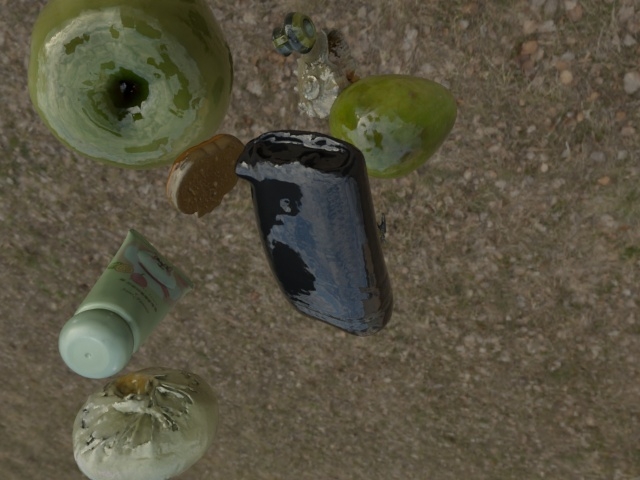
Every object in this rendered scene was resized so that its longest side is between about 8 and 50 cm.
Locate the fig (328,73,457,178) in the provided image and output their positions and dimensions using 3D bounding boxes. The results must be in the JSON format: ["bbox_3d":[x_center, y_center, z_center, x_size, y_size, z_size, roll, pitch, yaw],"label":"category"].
[{"bbox_3d":[0.190,-0.289,1.380,0.326,0.258,0.258,-21,141,-14],"label":"fig"}]

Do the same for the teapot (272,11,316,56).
[{"bbox_3d":[-0.090,-0.634,1.747,0.119,0.166,0.130,-13,110,36],"label":"teapot"}]

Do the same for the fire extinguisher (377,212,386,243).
[{"bbox_3d":[0.068,0.016,1.079,0.050,0.177,0.062,9,132,57],"label":"fire extinguisher"}]

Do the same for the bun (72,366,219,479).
[{"bbox_3d":[-0.342,0.342,1.111,0.287,0.287,0.146,8,116,14],"label":"bun"}]

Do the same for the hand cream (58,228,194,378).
[{"bbox_3d":[-0.281,0.088,0.838,0.093,0.306,0.147,-41,105,16],"label":"hand cream"}]

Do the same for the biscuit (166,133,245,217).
[{"bbox_3d":[-0.211,-0.118,1.021,0.050,0.170,0.170,40,146,20],"label":"biscuit"}]

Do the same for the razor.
[{"bbox_3d":[-0.001,0.002,0.847,0.204,0.113,0.349,14,140,30],"label":"razor"}]

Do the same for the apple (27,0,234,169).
[{"bbox_3d":[-0.419,-0.394,1.287,0.473,0.474,0.474,12,141,10],"label":"apple"}]

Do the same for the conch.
[{"bbox_3d":[0.013,-0.571,1.942,0.209,0.352,0.297,-1,106,14],"label":"conch"}]
